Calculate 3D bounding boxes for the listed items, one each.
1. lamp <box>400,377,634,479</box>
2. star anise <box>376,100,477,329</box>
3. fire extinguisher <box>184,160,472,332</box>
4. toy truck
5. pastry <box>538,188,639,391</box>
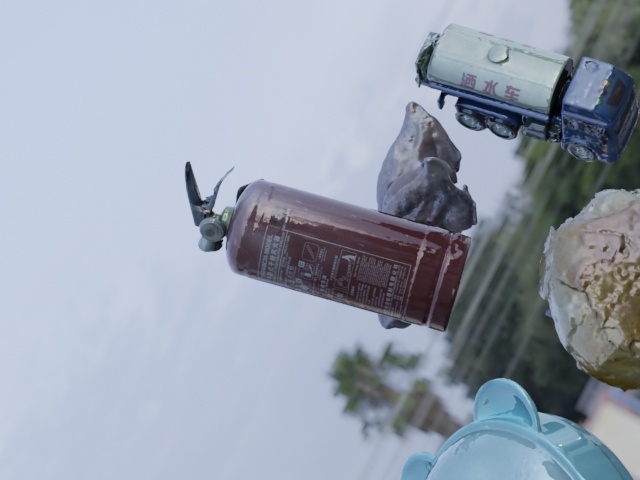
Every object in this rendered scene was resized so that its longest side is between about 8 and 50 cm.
[{"bbox_3d":[0.176,0.257,1.256,0.147,0.284,0.209,-37,-10,-42],"label":"lamp"},{"bbox_3d":[0.106,-0.012,1.729,0.198,0.110,0.257,-74,-8,-50],"label":"star anise"},{"bbox_3d":[0.000,0.000,1.520,0.105,0.269,0.105,16,-90,-85],"label":"fire extinguisher"},{"bbox_3d":[0.184,-0.140,1.485,0.074,0.201,0.088,-61,-23,-23],"label":"toy truck"},{"bbox_3d":[0.229,0.032,1.157,0.153,0.153,0.081,-57,-22,-25],"label":"pastry"}]
